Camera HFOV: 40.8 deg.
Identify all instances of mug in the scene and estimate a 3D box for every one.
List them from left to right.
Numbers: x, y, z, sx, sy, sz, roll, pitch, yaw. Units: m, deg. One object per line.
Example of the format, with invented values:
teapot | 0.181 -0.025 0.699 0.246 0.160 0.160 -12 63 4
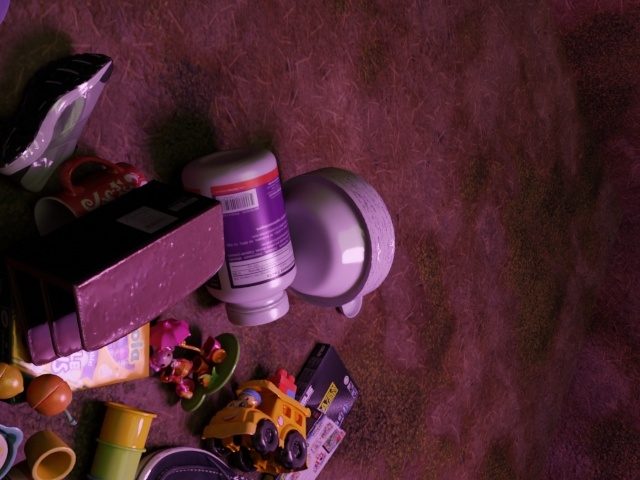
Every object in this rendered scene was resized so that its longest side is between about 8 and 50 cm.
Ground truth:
mug | -0.362 -0.067 1.413 0.169 0.113 0.150 -41 169 -48

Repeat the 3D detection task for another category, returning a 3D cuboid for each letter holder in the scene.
letter holder | -0.299 0.071 1.331 0.302 0.152 0.214 -35 133 -45

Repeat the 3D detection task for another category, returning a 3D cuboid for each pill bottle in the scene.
pill bottle | -0.149 -0.007 1.657 0.181 0.182 0.322 -31 118 -47

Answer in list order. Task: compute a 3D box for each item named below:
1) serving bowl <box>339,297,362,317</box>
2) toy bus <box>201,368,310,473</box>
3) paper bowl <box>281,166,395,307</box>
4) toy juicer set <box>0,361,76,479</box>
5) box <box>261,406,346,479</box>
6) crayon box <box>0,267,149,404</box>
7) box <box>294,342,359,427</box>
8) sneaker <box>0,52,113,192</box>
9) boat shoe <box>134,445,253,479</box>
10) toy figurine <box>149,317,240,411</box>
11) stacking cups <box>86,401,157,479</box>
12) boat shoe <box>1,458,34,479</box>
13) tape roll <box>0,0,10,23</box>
serving bowl | 0.067 0.144 2.080 0.083 0.027 0.083 -6 97 -52
toy bus | -0.119 0.359 1.779 0.220 0.150 0.211 42 48 -43
paper bowl | 0.000 0.000 1.767 0.148 0.284 0.284 -22 111 -50
toy juicer set | -0.495 0.277 1.216 0.329 0.089 0.209 -1 117 -41
box | -0.037 0.487 1.925 0.207 0.036 0.114 -53 132 -15
crayon box | -0.392 0.140 1.433 0.323 0.083 0.203 -4 97 -53
box | 0.004 0.368 2.007 0.190 0.045 0.184 -56 137 -33
sneaker | -0.418 -0.194 1.370 0.271 0.100 0.108 -60 150 -25
boat shoe | -0.182 0.539 1.691 0.500 0.156 0.186 44 61 -44
toy figurine | -0.265 0.218 1.613 0.159 0.130 0.173 36 89 -34
stacking cups | -0.375 0.442 1.482 0.096 0.096 0.316 31 71 -50
boat shoe | -0.411 0.487 1.369 0.120 0.123 0.324 -46 115 -40
tape roll | -0.536 -0.365 1.198 0.189 0.080 0.188 -8 100 -53
